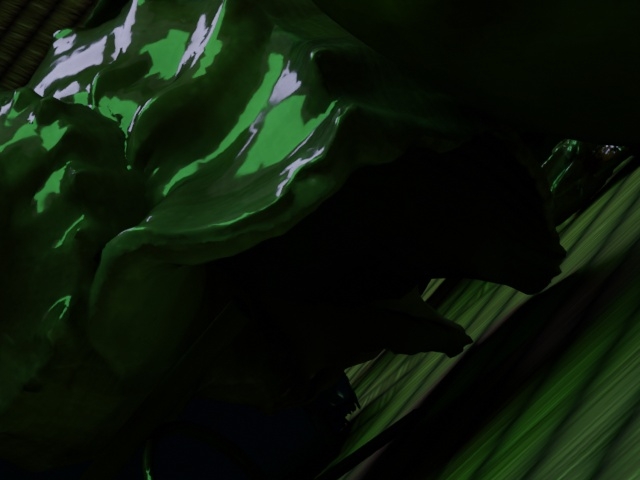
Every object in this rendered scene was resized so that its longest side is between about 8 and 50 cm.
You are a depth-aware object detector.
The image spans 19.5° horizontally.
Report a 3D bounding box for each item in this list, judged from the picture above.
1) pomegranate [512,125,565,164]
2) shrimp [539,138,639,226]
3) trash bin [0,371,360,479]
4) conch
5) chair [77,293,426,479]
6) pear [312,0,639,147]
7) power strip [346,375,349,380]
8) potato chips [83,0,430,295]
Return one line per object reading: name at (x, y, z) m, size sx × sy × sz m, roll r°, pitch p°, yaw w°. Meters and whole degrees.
pomegranate at (0.151, -0.149, 1.244) m, size 0.231 × 0.231 × 0.286 m, roll -44°, pitch -29°, yaw 22°
shrimp at (0.178, -0.069, 0.997) m, size 0.180 × 0.041 × 0.099 m, roll -43°, pitch 15°, yaw 11°
trash bin at (-0.104, 0.120, 1.041) m, size 0.234 × 0.184 × 0.162 m, roll -31°, pitch 6°, yaw 11°
conch at (-0.036, -0.020, 0.783) m, size 0.263 × 0.186 × 0.324 m, roll -22°, pitch -8°, yaw 41°
chair at (-0.061, 0.128, 0.718) m, size 0.221 × 0.104 × 0.095 m, roll -39°, pitch -24°, yaw 18°
pear at (0.117, -0.167, 0.639) m, size 0.294 × 0.294 × 0.294 m, roll -44°, pitch 0°, yaw 0°
power strip at (-0.012, 0.115, 1.241) m, size 0.083 × 0.035 × 0.055 m, roll -26°, pitch 13°, yaw 41°
potato chips at (-0.001, -0.128, 1.316) m, size 0.097 × 0.373 × 0.389 m, roll -1°, pitch 27°, yaw 37°
